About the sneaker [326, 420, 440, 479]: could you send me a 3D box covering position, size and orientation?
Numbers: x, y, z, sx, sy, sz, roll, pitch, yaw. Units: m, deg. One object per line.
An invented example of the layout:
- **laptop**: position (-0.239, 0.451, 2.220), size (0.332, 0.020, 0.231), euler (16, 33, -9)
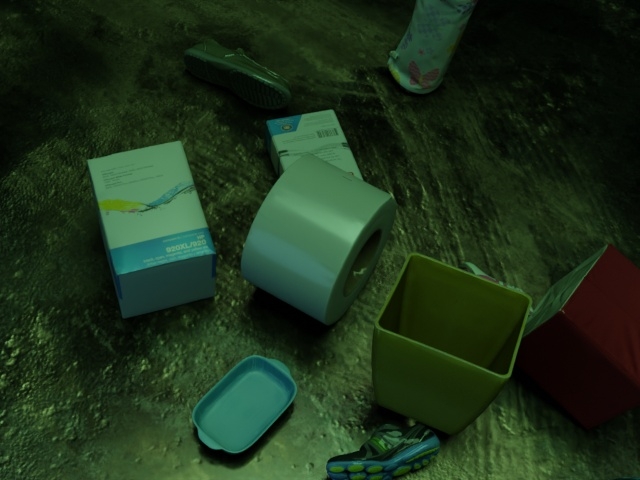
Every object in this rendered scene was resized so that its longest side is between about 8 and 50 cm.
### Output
- **sneaker**: position (0.094, 0.335, 1.519), size (0.188, 0.067, 0.078), euler (-15, 41, -17)

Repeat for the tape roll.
- **tape roll**: position (0.000, 0.000, 1.638), size (0.169, 0.246, 0.246), euler (29, 56, 14)

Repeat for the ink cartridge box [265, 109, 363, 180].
- **ink cartridge box**: position (-0.015, -0.149, 1.847), size (0.139, 0.082, 0.191), euler (-11, 57, -13)

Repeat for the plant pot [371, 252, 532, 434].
- **plant pot**: position (0.194, 0.180, 1.541), size (0.212, 0.187, 0.212), euler (20, 38, 10)

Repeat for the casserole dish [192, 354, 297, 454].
- **casserole dish**: position (-0.122, 0.268, 1.555), size (0.114, 0.037, 0.188), euler (35, 57, 19)

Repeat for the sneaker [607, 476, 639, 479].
- **sneaker**: position (0.379, 0.479, 1.423), size (0.340, 0.125, 0.140), euler (-33, 88, -27)

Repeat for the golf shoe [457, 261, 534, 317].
- **golf shoe**: position (0.317, 0.106, 1.706), size (0.086, 0.067, 0.186), euler (-32, 73, -33)

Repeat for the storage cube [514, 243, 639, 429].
- **storage cube**: position (0.454, 0.156, 1.570), size (0.193, 0.215, 0.183), euler (42, 57, 5)

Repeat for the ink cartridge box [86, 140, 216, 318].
- **ink cartridge box**: position (-0.288, -0.020, 1.651), size (0.168, 0.171, 0.233), euler (-14, 64, -14)

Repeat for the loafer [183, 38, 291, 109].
- **loafer**: position (-0.159, -0.352, 1.975), size (0.251, 0.094, 0.087), euler (27, 60, 14)

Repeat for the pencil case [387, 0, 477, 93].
- **pencil case**: position (0.229, -0.430, 1.968), size (0.124, 0.273, 0.113), euler (36, 51, 11)
